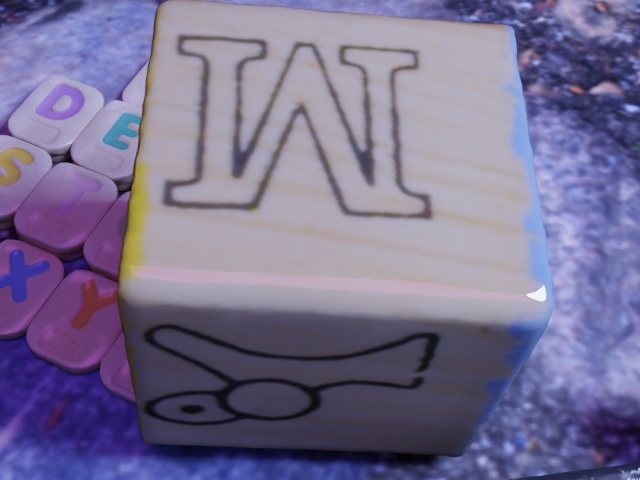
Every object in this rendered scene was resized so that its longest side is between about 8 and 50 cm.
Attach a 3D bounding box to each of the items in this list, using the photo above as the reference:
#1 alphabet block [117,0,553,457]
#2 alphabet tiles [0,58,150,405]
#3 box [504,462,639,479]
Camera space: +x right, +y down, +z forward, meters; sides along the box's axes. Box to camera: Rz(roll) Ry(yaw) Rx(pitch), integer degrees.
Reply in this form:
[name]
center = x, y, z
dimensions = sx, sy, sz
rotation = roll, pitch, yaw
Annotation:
[alphabet block]
center = 0.000, 0.000, 0.523
dimensions = 0.197, 0.192, 0.193
rotation = 4, 55, -5
[alphabet tiles]
center = -0.114, -0.025, 0.659
dimensions = 0.284, 0.021, 0.278
rotation = 23, 57, 13
[box]
center = 0.116, 0.234, 0.467
dimensions = 0.270, 0.060, 0.216
rotation = -5, 55, -7
